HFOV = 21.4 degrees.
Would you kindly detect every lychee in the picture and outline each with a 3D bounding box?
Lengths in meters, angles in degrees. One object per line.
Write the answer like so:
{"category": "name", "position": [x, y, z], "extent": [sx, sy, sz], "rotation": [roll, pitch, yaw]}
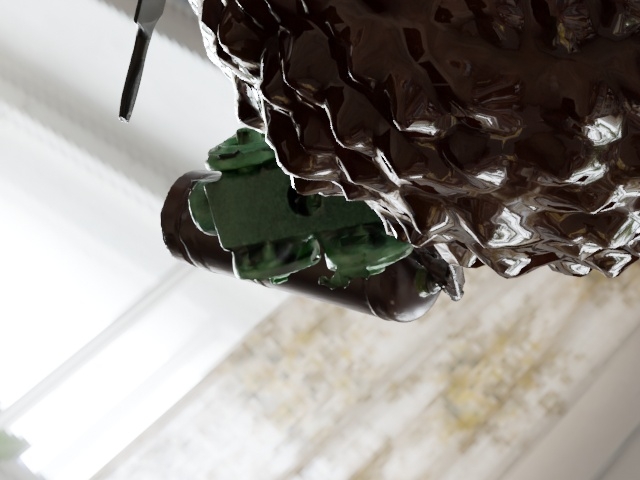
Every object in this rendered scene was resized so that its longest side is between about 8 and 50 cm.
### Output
{"category": "lychee", "position": [0.078, -0.127, 0.492], "extent": [0.276, 0.275, 0.304], "rotation": [18, -4, 37]}

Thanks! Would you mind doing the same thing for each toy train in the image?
{"category": "toy train", "position": [0.061, -0.038, 0.785], "extent": [0.251, 0.119, 0.085], "rotation": [-8, -76, 26]}

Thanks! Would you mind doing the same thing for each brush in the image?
{"category": "brush", "position": [-0.161, -0.198, 1.551], "extent": [0.016, 0.063, 0.193], "rotation": [18, -71, 15]}

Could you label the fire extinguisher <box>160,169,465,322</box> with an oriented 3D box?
{"category": "fire extinguisher", "position": [0.000, 0.000, 1.540], "extent": [0.341, 0.105, 0.141], "rotation": [13, -15, 38]}
